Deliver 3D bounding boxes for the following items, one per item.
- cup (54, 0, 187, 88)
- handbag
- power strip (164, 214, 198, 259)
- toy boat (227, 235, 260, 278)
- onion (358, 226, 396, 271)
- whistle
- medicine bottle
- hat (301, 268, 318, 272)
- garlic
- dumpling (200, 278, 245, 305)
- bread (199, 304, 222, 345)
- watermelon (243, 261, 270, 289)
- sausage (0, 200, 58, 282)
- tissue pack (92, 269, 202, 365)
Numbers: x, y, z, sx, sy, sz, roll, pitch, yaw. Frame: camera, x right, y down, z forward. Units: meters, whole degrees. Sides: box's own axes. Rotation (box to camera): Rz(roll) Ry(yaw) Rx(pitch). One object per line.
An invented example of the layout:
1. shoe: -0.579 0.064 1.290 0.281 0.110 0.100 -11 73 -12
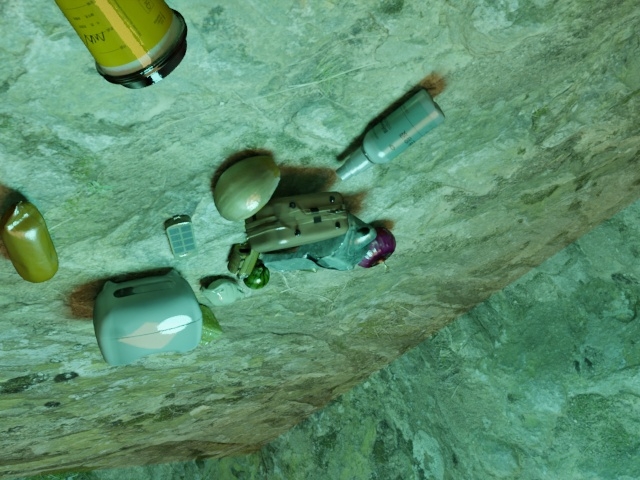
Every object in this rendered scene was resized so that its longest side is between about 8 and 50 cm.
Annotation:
1. cup: -0.378 -0.424 1.098 0.196 0.196 0.279 -28 142 6
2. handbag: -0.094 -0.052 1.873 0.302 0.149 0.283 -13 177 -38
3. power strip: -0.425 -0.001 1.878 0.080 0.029 0.227 -17 150 -14
4. toy boat: -0.257 0.051 2.048 0.088 0.068 0.226 0 143 -23
5. onion: 0.197 0.028 2.264 0.177 0.153 0.177 -9 138 -8
6. whistle: -0.001 0.031 2.072 0.405 0.188 0.168 -38 148 18
7. medicine bottle: 0.193 -0.292 1.783 0.352 0.110 0.110 -36 148 19
8. hat: -0.029 0.095 2.282 0.146 0.067 0.146 -18 150 -11
9. garlic: -0.219 -0.138 1.736 0.245 0.145 0.164 -40 178 29
10. dumpling: -0.367 0.184 2.172 0.134 0.100 0.169 -2 -169 35
11. bread: -0.463 0.296 2.221 0.102 0.138 0.196 -41 147 8
12. watermelon: -0.226 0.122 2.156 0.109 0.109 0.109 -18 150 -11
13. sausage: -0.752 -0.006 1.559 0.112 0.112 0.328 -13 148 -19
14. tissue pack: -0.555 0.241 1.957 0.333 0.229 0.236 -10 117 -20
